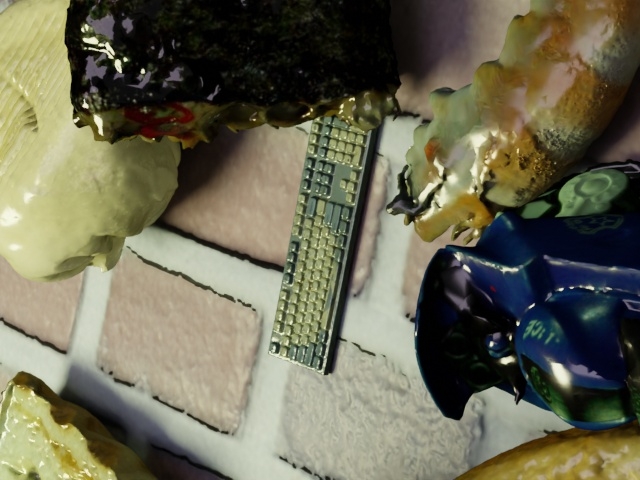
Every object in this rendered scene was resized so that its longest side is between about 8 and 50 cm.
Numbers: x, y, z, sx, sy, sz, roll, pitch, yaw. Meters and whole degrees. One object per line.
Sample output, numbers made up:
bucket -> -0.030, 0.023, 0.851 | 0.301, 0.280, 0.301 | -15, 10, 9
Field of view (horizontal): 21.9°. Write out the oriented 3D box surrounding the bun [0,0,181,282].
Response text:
bun -> -0.184, -0.074, 1.225 | 0.229, 0.145, 0.229 | -27, 50, 38

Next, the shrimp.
shrimp -> 0.116, -0.152, 0.983 | 0.185, 0.068, 0.287 | -15, 76, 41

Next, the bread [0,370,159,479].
bread -> -0.181, 0.200, 1.246 | 0.232, 0.088, 0.128 | 33, 102, 47

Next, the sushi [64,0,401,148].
sushi -> -0.058, -0.121, 1.077 | 0.147, 0.212, 0.115 | -131, 36, -76

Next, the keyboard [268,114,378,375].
keyboard -> 0.001, 0.000, 1.125 | 0.055, 0.014, 0.176 | 18, 101, 40

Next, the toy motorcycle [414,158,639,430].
toy motorcycle -> 0.165, 0.048, 0.812 | 0.331, 0.196, 0.125 | 41, 156, 58

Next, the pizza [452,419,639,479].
pizza -> 0.209, 0.172, 0.840 | 0.268, 0.087, 0.258 | -42, 72, 24
